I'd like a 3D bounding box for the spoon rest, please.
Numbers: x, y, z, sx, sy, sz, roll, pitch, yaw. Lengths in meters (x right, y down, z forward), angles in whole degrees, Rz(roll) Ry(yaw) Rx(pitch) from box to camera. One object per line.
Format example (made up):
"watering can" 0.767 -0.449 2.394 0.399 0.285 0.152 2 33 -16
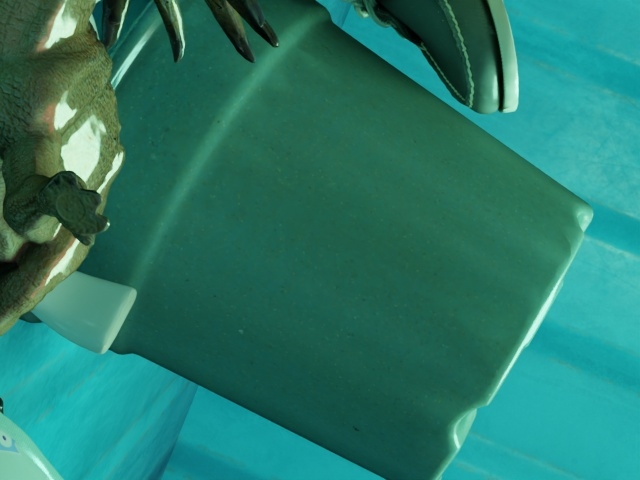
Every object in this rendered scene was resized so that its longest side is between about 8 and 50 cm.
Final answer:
"spoon rest" -0.168 -0.041 0.799 0.276 0.084 0.137 89 19 -48

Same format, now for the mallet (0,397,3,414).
"mallet" -0.244 0.182 1.087 0.190 0.062 0.039 108 4 -52

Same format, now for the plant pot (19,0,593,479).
"plant pot" 0.000 0.000 1.032 0.341 0.334 0.341 -58 173 -10

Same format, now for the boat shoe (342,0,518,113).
"boat shoe" 0.054 -0.194 1.035 0.116 0.099 0.319 84 -15 -47

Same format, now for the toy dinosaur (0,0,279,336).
"toy dinosaur" -0.121 -0.046 0.581 0.296 0.127 0.200 -54 -179 42

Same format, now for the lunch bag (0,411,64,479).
"lunch bag" -0.226 0.228 0.773 0.223 0.160 0.262 -64 143 -41

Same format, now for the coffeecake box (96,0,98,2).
"coffeecake box" -0.101 -0.205 0.669 0.185 0.068 0.142 -62 173 -63
